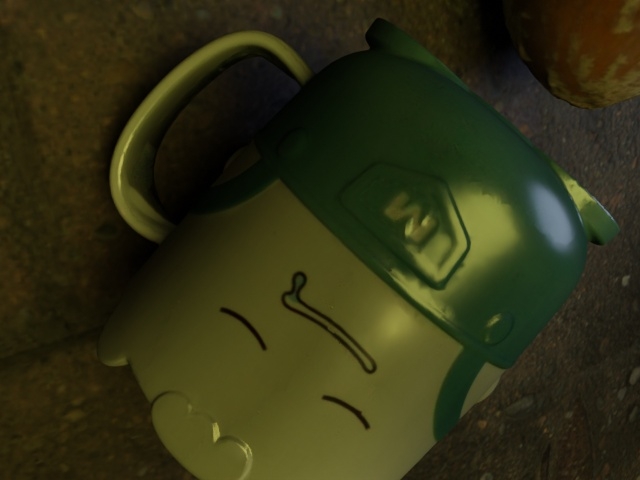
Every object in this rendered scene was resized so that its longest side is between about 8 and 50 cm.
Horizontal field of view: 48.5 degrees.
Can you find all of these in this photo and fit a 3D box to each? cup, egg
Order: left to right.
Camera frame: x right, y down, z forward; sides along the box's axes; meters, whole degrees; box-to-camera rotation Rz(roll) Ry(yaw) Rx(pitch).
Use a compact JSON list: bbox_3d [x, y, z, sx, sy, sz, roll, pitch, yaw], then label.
[{"bbox_3d":[0.000,0.000,0.462,0.290,0.219,0.257,43,99,5],"label":"cup"},{"bbox_3d":[0.248,-0.222,0.573,0.195,0.195,0.233,14,94,-36],"label":"egg"}]

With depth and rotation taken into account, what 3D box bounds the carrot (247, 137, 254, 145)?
[{"bbox_3d":[0.013,-0.012,0.585,0.048,0.048,0.216,-50,121,-9],"label":"carrot"}]
